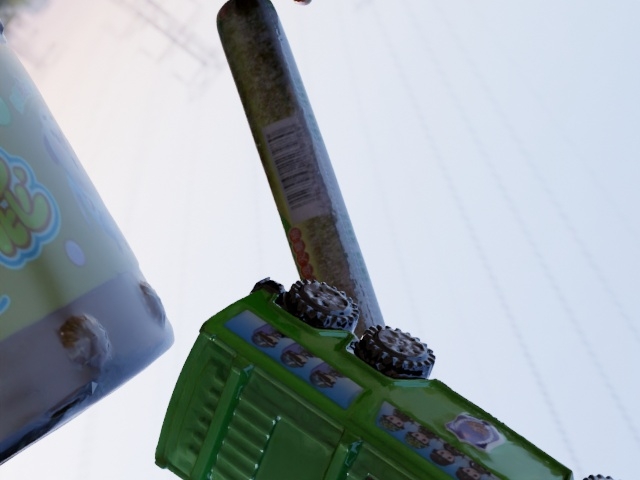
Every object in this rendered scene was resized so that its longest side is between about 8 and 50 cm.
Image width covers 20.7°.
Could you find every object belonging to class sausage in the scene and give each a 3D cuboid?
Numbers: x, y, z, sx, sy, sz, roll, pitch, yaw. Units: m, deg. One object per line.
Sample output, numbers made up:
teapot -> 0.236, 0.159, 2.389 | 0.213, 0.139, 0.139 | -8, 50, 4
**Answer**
sausage -> 0.000, 0.000, 0.812 | 0.032, 0.269, 0.033 | -18, 170, -3

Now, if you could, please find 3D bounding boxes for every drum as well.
drum -> -0.300, 0.060, 0.884 | 0.431, 0.214, 0.431 | -30, -177, 2

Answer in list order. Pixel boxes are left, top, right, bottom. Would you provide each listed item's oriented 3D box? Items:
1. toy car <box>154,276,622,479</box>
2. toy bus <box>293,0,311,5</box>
toy car -> 0.024, 0.079, 0.540 | 0.062, 0.165, 0.071 | -16, 133, -54
toy bus -> 0.006, -0.210, 0.809 | 0.136, 0.126, 0.210 | 162, -49, -80
